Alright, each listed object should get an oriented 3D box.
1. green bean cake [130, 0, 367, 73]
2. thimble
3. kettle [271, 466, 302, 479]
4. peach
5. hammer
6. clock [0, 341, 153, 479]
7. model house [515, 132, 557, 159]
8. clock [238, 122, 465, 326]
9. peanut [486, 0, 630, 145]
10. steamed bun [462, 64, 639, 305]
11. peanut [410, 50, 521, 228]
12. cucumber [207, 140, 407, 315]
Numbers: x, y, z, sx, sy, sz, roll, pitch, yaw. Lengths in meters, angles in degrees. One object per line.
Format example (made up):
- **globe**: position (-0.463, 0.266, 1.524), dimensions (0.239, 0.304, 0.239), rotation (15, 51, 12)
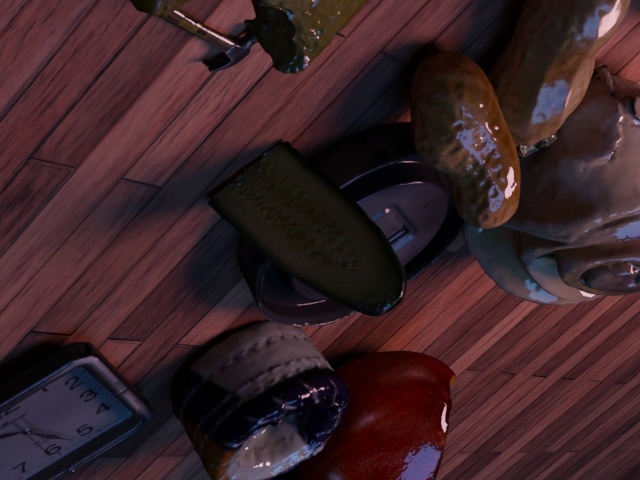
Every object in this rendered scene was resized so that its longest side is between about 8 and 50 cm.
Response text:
- **green bean cake**: position (-0.041, -0.269, 1.110), dimensions (0.233, 0.124, 0.236), rotation (-45, 150, 20)
- **thimble**: position (-0.078, 0.228, 1.848), dimensions (0.237, 0.150, 0.237), rotation (-26, 152, -15)
- **kettle**: position (-0.016, 0.402, 2.213), dimensions (0.232, 0.144, 0.202), rotation (-12, 127, -28)
- **peach**: position (0.091, 0.287, 2.014), dimensions (0.245, 0.248, 0.274), rotation (5, 130, -34)
- **hammer**: position (-0.126, -0.202, 1.249), dimensions (0.062, 0.017, 0.182), rotation (-43, 149, 18)
- **clock**: position (-0.366, 0.240, 1.679), dimensions (0.273, 0.049, 0.279), rotation (-31, 152, -4)
- **model house**: position (0.242, -0.135, 1.663), dimensions (0.083, 0.078, 0.066), rotation (-33, 150, 5)
- **clock**: position (0.050, -0.016, 1.672), dimensions (0.325, 0.067, 0.325), rotation (-25, 151, -15)
- **peanut**: position (0.275, -0.221, 1.523), dimensions (0.125, 0.111, 0.274), rotation (-17, 149, -35)
- **steamed bun**: position (0.377, -0.033, 1.795), dimensions (0.347, 0.237, 0.394), rotation (-25, 152, -13)
- **peanut**: position (0.165, -0.112, 1.528), dimensions (0.108, 0.095, 0.226), rotation (-30, 116, -4)
- **cucumber**: position (0.000, 0.000, 1.473), dimensions (0.115, 0.244, 0.063), rotation (-47, 155, 1)
